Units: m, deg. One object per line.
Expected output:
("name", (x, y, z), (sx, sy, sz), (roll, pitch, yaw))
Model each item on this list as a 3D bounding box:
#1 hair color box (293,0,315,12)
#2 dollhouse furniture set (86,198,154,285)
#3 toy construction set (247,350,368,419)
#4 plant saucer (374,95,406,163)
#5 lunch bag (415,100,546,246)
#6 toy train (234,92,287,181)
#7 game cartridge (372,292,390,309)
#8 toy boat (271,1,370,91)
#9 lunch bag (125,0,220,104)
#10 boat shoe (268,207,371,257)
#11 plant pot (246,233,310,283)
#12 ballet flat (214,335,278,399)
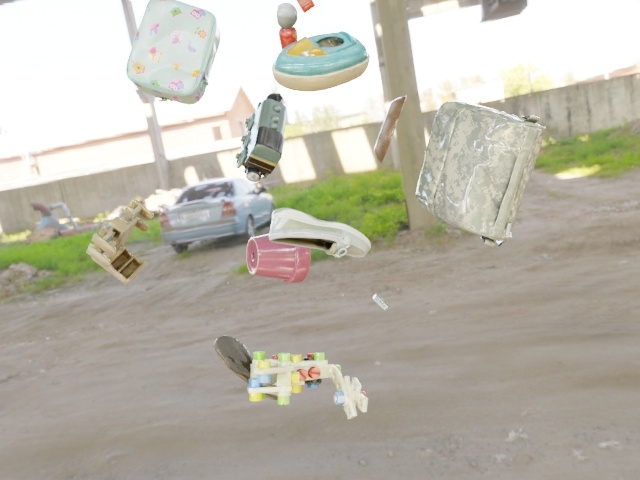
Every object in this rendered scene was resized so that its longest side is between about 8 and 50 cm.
("hair color box", (-0.089, -0.891, 1.858), (0.053, 0.167, 0.093), (-32, 29, 5))
("dollhouse furniture set", (-0.679, 0.023, 1.846), (0.242, 0.161, 0.212), (-45, 9, 44))
("toy construction set", (-0.040, 0.348, 1.333), (0.327, 0.151, 0.215), (18, -16, -21))
("plant saucer", (0.191, -0.317, 1.494), (0.036, 0.199, 0.198), (19, 10, 1))
("lunch bag", (0.394, -0.166, 1.283), (0.212, 0.305, 0.256), (7, 19, -20))
("toy train", (-0.191, -0.362, 1.832), (0.142, 0.334, 0.190), (22, -37, -21))
("game cartridge", (0.182, 0.183, 1.589), (0.017, 0.056, 0.083), (-51, -10, 8))
("toy boat", (-0.035, -0.525, 1.429), (0.267, 0.148, 0.318), (-23, 48, -19))
("lunch bag", (-0.408, -0.528, 1.498), (0.224, 0.279, 0.108), (16, -7, -5))
("boat shoe", (0.000, -0.001, 1.573), (0.320, 0.103, 0.118), (19, -26, -21))
("plant pot", (-0.155, 0.054, 1.849), (0.180, 0.201, 0.201), (-1, 3, -27))
("ballet flat", (-0.202, 0.359, 1.470), (0.058, 0.250, 0.084), (-36, 17, 44))
